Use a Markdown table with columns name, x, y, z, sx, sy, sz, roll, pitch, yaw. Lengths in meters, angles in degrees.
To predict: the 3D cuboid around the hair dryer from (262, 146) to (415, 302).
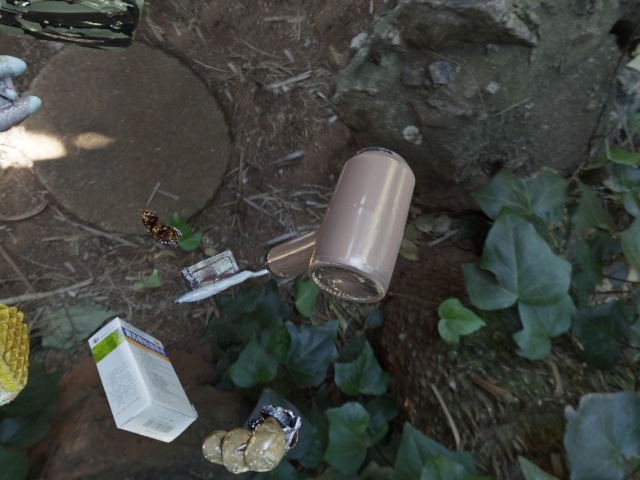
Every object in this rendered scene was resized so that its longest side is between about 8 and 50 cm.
| name | x | y | z | sx | sy | sz | roll | pitch | yaw |
| --- | --- | --- | --- | --- | --- | --- | --- | --- | --- |
| hair dryer | 0.000 | 0.000 | 0.424 | 0.064 | 0.181 | 0.117 | 33 | 59 | -25 |

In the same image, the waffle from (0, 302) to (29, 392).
| name | x | y | z | sx | sy | sz | roll | pitch | yaw |
| --- | --- | --- | --- | --- | --- | --- | --- | --- | --- |
| waffle | -0.859 | 0.263 | 1.325 | 0.057 | 0.219 | 0.229 | -10 | 134 | -15 |

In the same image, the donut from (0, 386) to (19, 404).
| name | x | y | z | sx | sy | sz | roll | pitch | yaw |
| --- | --- | --- | --- | --- | --- | --- | --- | --- | --- |
| donut | -0.956 | 0.441 | 1.423 | 0.166 | 0.065 | 0.108 | -3 | 106 | -39 |

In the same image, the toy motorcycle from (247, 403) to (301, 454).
| name | x | y | z | sx | sy | sz | roll | pitch | yaw |
| --- | --- | --- | --- | --- | --- | --- | --- | --- | --- |
| toy motorcycle | -0.094 | 0.416 | 1.071 | 0.122 | 0.082 | 0.213 | 22 | 147 | -6 |

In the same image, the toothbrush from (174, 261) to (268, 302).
| name | x | y | z | sx | sy | sz | roll | pitch | yaw |
| --- | --- | --- | --- | --- | --- | --- | --- | --- | --- |
| toothbrush | -0.247 | 0.113 | 1.390 | 0.035 | 0.413 | 0.042 | 23 | 116 | 31 |

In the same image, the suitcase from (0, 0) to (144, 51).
| name | x | y | z | sx | sy | sz | roll | pitch | yaw |
| --- | --- | --- | --- | --- | --- | --- | --- | --- | --- |
| suitcase | -0.611 | -0.635 | 1.183 | 0.351 | 0.339 | 0.194 | -3 | 79 | -31 |

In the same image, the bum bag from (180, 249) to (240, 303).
| name | x | y | z | sx | sy | sz | roll | pitch | yaw |
| --- | --- | --- | --- | --- | --- | --- | --- | --- | --- |
| bum bag | -0.314 | 0.102 | 1.407 | 0.159 | 0.026 | 0.109 | -25 | 103 | -24 |

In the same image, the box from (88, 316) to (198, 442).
| name | x | y | z | sx | sy | sz | roll | pitch | yaw |
| --- | --- | --- | --- | --- | --- | --- | --- | --- | --- |
| box | -0.478 | 0.372 | 1.295 | 0.106 | 0.299 | 0.200 | -40 | 142 | -5 |

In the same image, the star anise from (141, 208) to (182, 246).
| name | x | y | z | sx | sy | sz | roll | pitch | yaw |
| --- | --- | --- | --- | --- | --- | --- | --- | --- | --- |
| star anise | -0.514 | -0.034 | 1.538 | 0.168 | 0.168 | 0.057 | 42 | 64 | -18 |

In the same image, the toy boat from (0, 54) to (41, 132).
| name | x | y | z | sx | sy | sz | roll | pitch | yaw |
| --- | --- | --- | --- | --- | --- | --- | --- | --- | --- |
| toy boat | -0.682 | -0.278 | 0.967 | 0.227 | 0.085 | 0.155 | -35 | 141 | -35 |

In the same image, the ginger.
| name | x | y | z | sx | sy | sz | roll | pitch | yaw |
| --- | --- | --- | --- | --- | --- | --- | --- | --- | --- |
| ginger | -0.156 | 0.415 | 0.971 | 0.204 | 0.104 | 0.080 | -22 | 124 | 31 |
